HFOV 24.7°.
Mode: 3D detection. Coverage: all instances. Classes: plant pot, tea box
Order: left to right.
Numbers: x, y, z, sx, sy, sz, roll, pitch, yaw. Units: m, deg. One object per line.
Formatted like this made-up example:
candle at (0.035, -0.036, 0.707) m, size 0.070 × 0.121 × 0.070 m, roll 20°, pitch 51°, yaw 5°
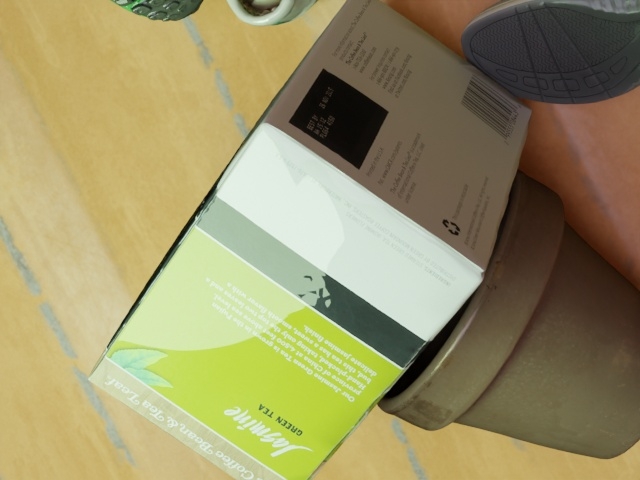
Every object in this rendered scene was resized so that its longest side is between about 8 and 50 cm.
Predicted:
tea box at (0.000, 0.000, 1.335) m, size 0.220 × 0.329 × 0.323 m, roll 35°, pitch 122°, yaw -5°
plant pot at (0.212, 0.097, 1.401) m, size 0.229 × 0.263 × 0.263 m, roll 30°, pitch 118°, yaw -8°

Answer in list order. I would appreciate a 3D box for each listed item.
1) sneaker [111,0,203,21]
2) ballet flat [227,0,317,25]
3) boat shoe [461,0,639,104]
sneaker at (-0.229, -0.365, 1.472) m, size 0.134 × 0.146 × 0.343 m, roll -39°, pitch 88°, yaw 5°
ballet flat at (-0.088, -0.383, 1.365) m, size 0.139 × 0.139 × 0.400 m, roll -7°, pitch 117°, yaw 24°
boat shoe at (0.285, -0.211, 1.341) m, size 0.320 × 0.103 × 0.118 m, roll -13°, pitch 122°, yaw 31°
